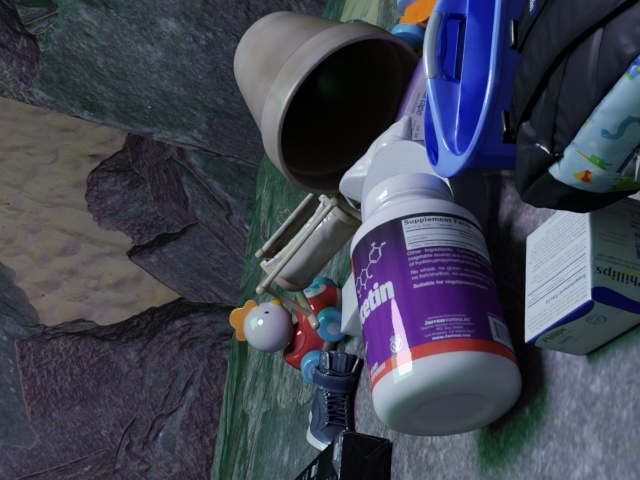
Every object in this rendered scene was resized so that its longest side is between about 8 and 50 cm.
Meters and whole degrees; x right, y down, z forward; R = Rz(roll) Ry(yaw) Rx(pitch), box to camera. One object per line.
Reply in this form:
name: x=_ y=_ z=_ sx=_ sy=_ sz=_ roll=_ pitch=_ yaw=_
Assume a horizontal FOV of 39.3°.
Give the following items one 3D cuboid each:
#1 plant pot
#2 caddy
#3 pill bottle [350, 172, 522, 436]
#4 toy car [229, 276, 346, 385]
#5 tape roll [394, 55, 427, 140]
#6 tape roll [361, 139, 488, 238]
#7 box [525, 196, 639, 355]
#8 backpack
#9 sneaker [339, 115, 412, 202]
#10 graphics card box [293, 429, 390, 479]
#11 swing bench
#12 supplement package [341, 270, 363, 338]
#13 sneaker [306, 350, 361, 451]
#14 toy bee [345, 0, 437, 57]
plant pot: x=-0.017 y=-0.290 z=1.692 sx=0.280 sy=0.323 sz=0.323 roll=43 pitch=123 yaw=40
caddy: x=0.223 y=-0.247 z=1.206 sx=0.241 sy=0.179 sz=0.341 roll=161 pitch=116 yaw=-75
pill bottle: x=0.137 y=0.075 z=1.155 sx=0.181 sy=0.182 sz=0.322 roll=119 pitch=151 yaw=-48
toy car: x=-0.079 y=0.179 z=1.990 sx=0.219 sy=0.238 sz=0.210 roll=-111 pitch=38 yaw=-70
tape roll: x=0.203 y=-0.197 z=1.526 sx=0.275 sy=0.090 sz=0.274 roll=-166 pitch=90 yaw=-78
tape roll: x=0.155 y=-0.045 z=1.369 sx=0.219 sy=0.072 sz=0.219 roll=14 pitch=107 yaw=54
box: x=0.278 y=0.034 z=0.941 sx=0.126 sy=0.072 sz=0.137 roll=125 pitch=157 yaw=-58
backpack: x=0.307 y=-0.208 z=0.765 sx=0.355 sy=0.274 sz=0.290 roll=79 pitch=-159 yaw=-65
sneaker: x=0.105 y=-0.138 z=1.547 sx=0.212 sy=0.080 sz=0.094 roll=-43 pitch=22 yaw=56
graphics card box: x=0.009 y=0.500 z=1.548 sx=0.371 sy=0.094 sz=0.232 roll=119 pitch=162 yaw=-53
swing bench: x=0.000 y=0.000 z=1.847 sx=0.253 sy=0.165 sz=0.254 roll=-49 pitch=20 yaw=16
supplement package: x=0.113 y=0.082 z=1.551 sx=0.105 sy=0.105 sz=0.179 roll=-86 pitch=16 yaw=-44
sneaker: x=0.029 y=0.302 z=1.713 sx=0.226 sy=0.086 sz=0.163 roll=-118 pitch=42 yaw=-74
toy bee: x=0.202 y=-0.414 z=1.728 sx=0.298 sy=0.162 sz=0.195 roll=26 pitch=93 yaw=53
